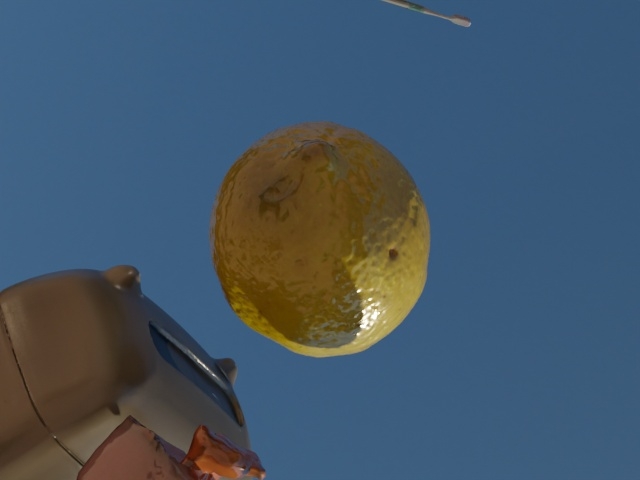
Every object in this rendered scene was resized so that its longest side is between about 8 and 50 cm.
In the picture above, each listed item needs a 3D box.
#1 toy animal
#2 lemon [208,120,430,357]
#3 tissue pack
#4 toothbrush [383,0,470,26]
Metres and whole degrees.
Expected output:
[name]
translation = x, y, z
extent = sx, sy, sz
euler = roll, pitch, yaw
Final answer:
[toy animal]
translation = -0.189, 0.300, 1.338
extent = 0.169, 0.195, 0.281
euler = 28, -98, 15
[lemon]
translation = -0.002, -0.007, 1.397
extent = 0.228, 0.253, 0.228
euler = -12, -142, 10
[tissue pack]
translation = -0.246, 0.213, 1.578
extent = 0.277, 0.387, 0.267
euler = -33, -132, 8
[toothbrush]
translation = 0.122, -0.316, 1.823
extent = 0.014, 0.167, 0.011
euler = -79, -174, -52
